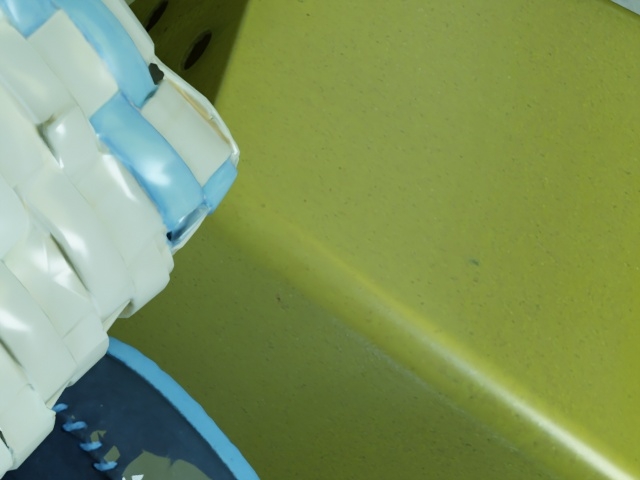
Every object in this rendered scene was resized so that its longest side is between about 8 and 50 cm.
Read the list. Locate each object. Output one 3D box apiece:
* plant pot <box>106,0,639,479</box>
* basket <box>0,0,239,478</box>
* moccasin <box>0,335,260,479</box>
[{"bbox_3d":[0.000,0.000,0.691,0.187,0.212,0.212,35,49,-24],"label":"plant pot"},{"bbox_3d":[-0.184,0.006,0.450,0.289,0.201,0.255,-40,107,-26],"label":"basket"},{"bbox_3d":[-0.044,0.198,0.595,0.117,0.137,0.342,-29,99,-49],"label":"moccasin"}]
